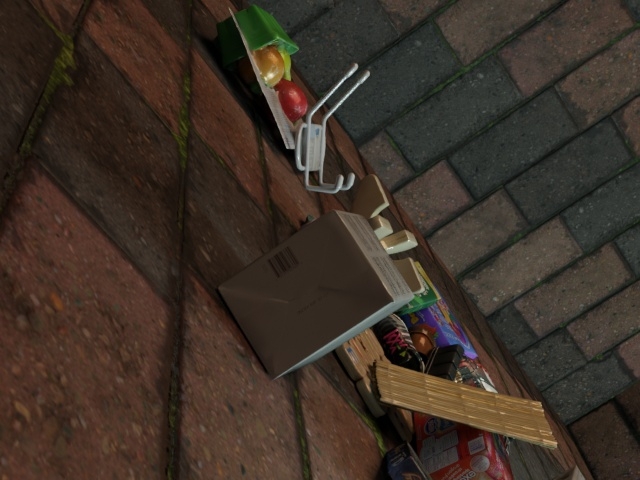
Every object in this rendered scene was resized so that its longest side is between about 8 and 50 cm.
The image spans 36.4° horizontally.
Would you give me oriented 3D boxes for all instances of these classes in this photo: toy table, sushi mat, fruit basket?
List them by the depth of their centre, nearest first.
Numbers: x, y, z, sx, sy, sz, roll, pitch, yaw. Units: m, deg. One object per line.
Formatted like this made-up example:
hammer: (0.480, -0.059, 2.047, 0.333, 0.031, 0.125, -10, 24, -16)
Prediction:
sushi mat: (0.239, 0.274, 1.646, 0.316, 0.019, 0.151, 16, 20, -7)
toy table: (0.085, 0.015, 1.903, 0.252, 0.160, 0.274, 65, 16, 4)
fruit basket: (-0.126, -0.376, 2.351, 0.327, 0.165, 0.353, -26, 98, -78)

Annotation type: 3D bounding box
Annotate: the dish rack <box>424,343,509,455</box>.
dish rack: (0.317, 0.368, 2.080, 0.272, 0.074, 0.208, 59, 28, -11)

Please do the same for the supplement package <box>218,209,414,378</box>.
supplement package: (0.001, 0.071, 1.347, 0.149, 0.194, 0.203, 58, 10, 8)

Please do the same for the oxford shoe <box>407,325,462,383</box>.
oxford shoe: (0.251, 0.287, 2.195, 0.212, 0.076, 0.076, 49, 40, -30)

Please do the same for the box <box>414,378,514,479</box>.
box: (0.248, 0.367, 1.691, 0.123, 0.128, 0.257, 59, 11, -15)

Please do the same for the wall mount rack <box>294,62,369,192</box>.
wall mount rack: (0.031, -0.272, 2.363, 0.350, 0.130, 0.304, -27, 122, -79)

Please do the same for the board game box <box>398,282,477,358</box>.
board game box: (0.278, 0.203, 2.479, 0.233, 0.078, 0.347, 60, 12, 19)

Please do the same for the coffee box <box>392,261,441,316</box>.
coffee box: (0.190, 0.114, 2.258, 0.184, 0.040, 0.113, -9, 62, -47)

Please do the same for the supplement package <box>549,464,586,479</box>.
supplement package: (0.417, 0.534, 1.770, 0.145, 0.204, 0.262, 59, 11, 14)

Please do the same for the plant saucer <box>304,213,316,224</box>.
plant saucer: (0.000, 0.000, 2.019, 0.119, 0.021, 0.119, 54, 11, -15)

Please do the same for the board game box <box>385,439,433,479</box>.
board game box: (0.180, 0.419, 1.437, 0.243, 0.042, 0.165, 57, 0, 5)

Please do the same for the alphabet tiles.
alphabet tiles: (0.090, 0.228, 1.739, 0.278, 0.021, 0.284, 59, 11, 4)

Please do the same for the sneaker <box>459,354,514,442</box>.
sneaker: (0.397, 0.396, 2.377, 0.276, 0.097, 0.135, 53, 9, -22)

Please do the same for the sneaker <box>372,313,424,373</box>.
sneaker: (0.161, 0.216, 1.968, 0.170, 0.063, 0.075, 59, 4, -12)
